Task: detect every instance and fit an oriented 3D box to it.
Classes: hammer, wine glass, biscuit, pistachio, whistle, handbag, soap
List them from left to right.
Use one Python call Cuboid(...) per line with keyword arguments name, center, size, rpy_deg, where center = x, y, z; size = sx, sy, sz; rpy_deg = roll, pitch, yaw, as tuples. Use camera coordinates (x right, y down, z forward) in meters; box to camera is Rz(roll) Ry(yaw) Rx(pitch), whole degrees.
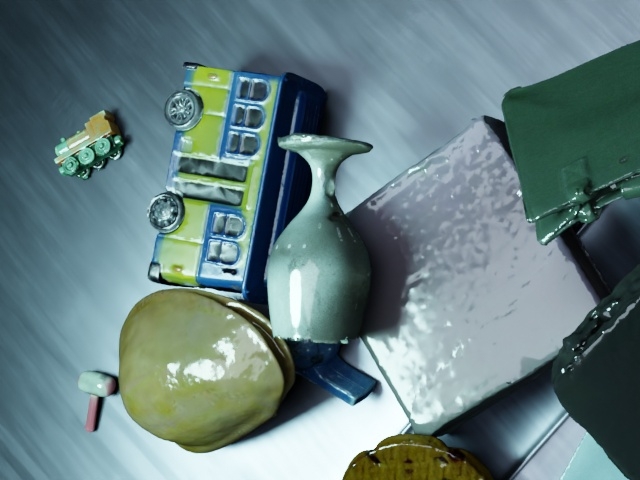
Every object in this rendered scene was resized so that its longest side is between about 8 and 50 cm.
Cuboid(name="hammer", center=(-0.306, 0.219, 2.040), size=(0.052, 0.031, 0.083), rpy_deg=(12, 97, 26))
Cuboid(name="pistachio", center=(-0.144, 0.150, 1.883), size=(0.260, 0.163, 0.213), rpy_deg=(-31, 99, 38))
Cuboid(name="wine glass", center=(0.000, 0.000, 1.774), size=(0.126, 0.126, 0.241), rpy_deg=(3, 88, 22))
Cuboid(name="whistle", center=(0.001, 0.131, 1.891), size=(0.158, 0.090, 0.090), rpy_deg=(29, 97, 22))
Cuboid(name="biscuit", center=(0.123, 0.323, 1.811), size=(0.212, 0.036, 0.212), rpy_deg=(7, 118, 14))
Cuboid(name="soap", center=(0.170, 0.047, 1.817), size=(0.285, 0.107, 0.296), rpy_deg=(-33, 74, 17))
Cuboid(name="handbag", center=(0.336, -0.123, 1.696), size=(0.247, 0.260, 0.079), rpy_deg=(-23, 122, 17))

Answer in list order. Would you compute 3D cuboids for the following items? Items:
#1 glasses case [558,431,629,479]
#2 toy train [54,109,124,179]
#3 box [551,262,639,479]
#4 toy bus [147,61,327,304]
Cuboid(name="glasses case", center=(0.356, 0.249, 1.762), size=(0.105, 0.056, 0.266), rpy_deg=(35, 100, 45))
Cuboid(name="toy train", center=(-0.318, -0.128, 2.064), size=(0.103, 0.044, 0.064), rpy_deg=(-29, 73, 15))
Cuboid(name="box", center=(0.470, 0.141, 1.637), size=(0.350, 0.091, 0.359), rpy_deg=(42, 101, -10))
Cuboid(name="toy bus", center=(-0.107, -0.072, 1.922), size=(0.175, 0.138, 0.288), rpy_deg=(9, 89, 23))
